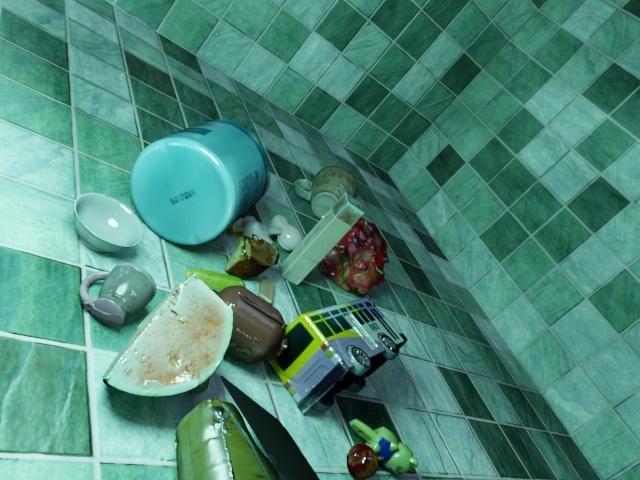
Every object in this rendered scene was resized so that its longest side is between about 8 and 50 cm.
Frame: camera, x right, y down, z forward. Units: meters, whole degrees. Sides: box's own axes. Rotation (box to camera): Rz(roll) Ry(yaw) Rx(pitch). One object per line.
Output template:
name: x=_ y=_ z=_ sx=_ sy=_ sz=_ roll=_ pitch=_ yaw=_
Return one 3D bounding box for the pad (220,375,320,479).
pad: x=-0.129 y=0.434 z=1.228 sx=0.315 sy=0.063 sz=0.375 roll=47 pitch=-9 yaw=39

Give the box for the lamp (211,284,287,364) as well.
lamp: x=-0.202 y=0.216 z=1.460 sx=0.258 sy=0.180 sz=0.180 roll=38 pitch=22 yaw=-16

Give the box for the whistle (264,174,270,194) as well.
whistle: x=-0.298 y=-0.273 z=2.233 sx=0.189 sy=0.189 sz=0.348 roll=31 pitch=14 yaw=-27

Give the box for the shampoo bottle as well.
shampoo bottle: x=-0.362 y=-0.186 z=1.723 sx=0.331 sy=0.331 sz=0.343 roll=41 pitch=23 yaw=-5

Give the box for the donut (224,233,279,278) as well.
donut: x=-0.220 y=0.064 z=1.785 sx=0.144 sy=0.126 sz=0.187 roll=44 pitch=24 yaw=-16

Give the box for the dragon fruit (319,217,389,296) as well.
dragon fruit: x=0.146 y=0.034 z=2.335 sx=0.371 sy=0.249 sz=0.386 roll=51 pitch=25 yaw=8

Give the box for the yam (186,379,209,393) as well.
yam: x=-0.296 y=0.285 z=1.311 sx=0.079 sy=0.079 sz=0.141 roll=31 pitch=27 yaw=-28

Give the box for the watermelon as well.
watermelon: x=-0.335 y=0.225 z=1.186 sx=0.223 sy=0.180 sz=0.305 roll=11 pitch=41 yaw=21

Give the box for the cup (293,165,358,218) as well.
cup: x=0.010 y=-0.222 z=2.630 sx=0.301 sy=0.228 sz=0.257 roll=15 pitch=25 yaw=7

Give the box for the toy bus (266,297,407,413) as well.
toy bus: x=0.060 y=0.322 z=1.678 sx=0.249 sy=0.209 sz=0.440 roll=49 pitch=24 yaw=20

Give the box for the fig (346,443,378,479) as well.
fig: x=0.121 y=0.596 z=1.469 sx=0.125 sy=0.088 sz=0.089 roll=56 pitch=11 yaw=-37

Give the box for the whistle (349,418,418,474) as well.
whistle: x=0.175 y=0.577 z=1.558 sx=0.227 sy=0.105 sz=0.085 roll=39 pitch=52 yaw=-6

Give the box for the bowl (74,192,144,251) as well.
bowl: x=-0.556 y=-0.028 z=1.425 sx=0.189 sy=0.086 sz=0.189 roll=36 pitch=24 yaw=-19

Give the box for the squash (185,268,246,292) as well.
squash: x=-0.300 y=0.122 z=1.614 sx=0.201 sy=0.066 sz=0.066 roll=23 pitch=29 yaw=-40

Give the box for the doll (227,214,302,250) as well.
doll: x=-0.185 y=-0.030 z=2.058 sx=0.160 sy=0.094 sz=0.365 roll=49 pitch=23 yaw=22

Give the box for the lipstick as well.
lipstick: x=0.000 y=0.000 z=1.940 sx=0.079 sy=0.371 sz=0.076 roll=32 pitch=24 yaw=-26

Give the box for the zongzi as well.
zongzi: x=-0.123 y=0.501 z=1.120 sx=0.360 sy=0.160 sz=0.323 roll=38 pitch=19 yaw=-38

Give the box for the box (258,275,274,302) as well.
box: x=-0.176 y=0.163 z=1.808 sx=0.048 sy=0.025 sz=0.115 roll=40 pitch=21 yaw=-20

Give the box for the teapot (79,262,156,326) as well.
teapot: x=-0.468 y=0.119 z=1.276 sx=0.148 sy=0.116 sz=0.146 roll=42 pitch=32 yaw=-13
